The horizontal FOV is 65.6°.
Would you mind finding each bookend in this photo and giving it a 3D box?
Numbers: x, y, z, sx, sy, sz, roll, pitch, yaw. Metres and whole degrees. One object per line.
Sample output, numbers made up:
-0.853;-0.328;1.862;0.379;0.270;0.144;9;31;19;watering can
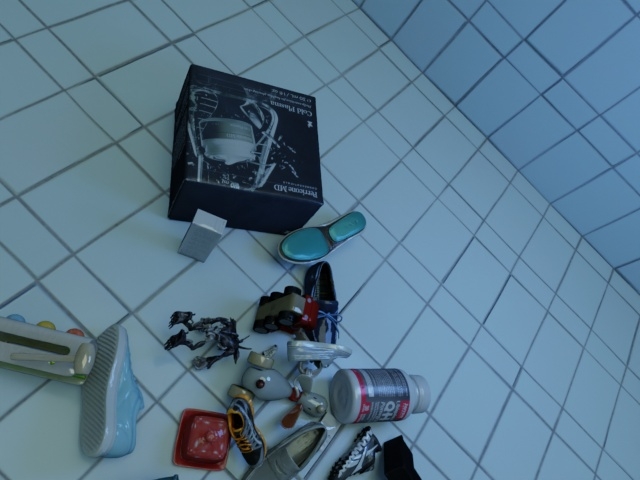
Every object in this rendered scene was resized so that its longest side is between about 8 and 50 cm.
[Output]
0.278;0.762;1.640;0.156;0.072;0.157;58;14;-10;bookend

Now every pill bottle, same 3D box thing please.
0.207;0.523;1.684;0.319;0.176;0.176;7;63;-25;pill bottle

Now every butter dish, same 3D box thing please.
-0.322;0.564;1.418;0.160;0.118;0.160;18;58;-20;butter dish

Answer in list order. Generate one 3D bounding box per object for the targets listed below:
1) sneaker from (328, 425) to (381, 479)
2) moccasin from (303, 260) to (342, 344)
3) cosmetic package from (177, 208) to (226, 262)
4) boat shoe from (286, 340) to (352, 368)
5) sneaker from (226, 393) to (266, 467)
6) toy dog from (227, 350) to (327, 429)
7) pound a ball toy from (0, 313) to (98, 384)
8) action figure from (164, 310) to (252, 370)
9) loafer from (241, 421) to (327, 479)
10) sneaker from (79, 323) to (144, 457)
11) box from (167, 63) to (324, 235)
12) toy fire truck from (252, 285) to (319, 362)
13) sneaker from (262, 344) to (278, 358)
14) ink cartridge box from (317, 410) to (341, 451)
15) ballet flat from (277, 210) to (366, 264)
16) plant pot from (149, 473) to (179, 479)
0.122;0.718;1.601;0.106;0.078;0.234;48;52;4;sneaker
-0.002;0.233;1.757;0.138;0.117;0.341;2;65;-27;moccasin
-0.385;-0.011;1.601;0.099;0.239;0.060;22;58;-18;cosmetic package
-0.004;0.366;1.577;0.228;0.079;0.081;12;73;-25;boat shoe
-0.223;0.559;1.435;0.214;0.084;0.083;71;18;0;sneaker
-0.111;0.465;1.538;0.334;0.161;0.220;7;86;-22;toy dog
-0.710;0.264;1.268;0.319;0.208;0.135;14;61;-5;pound a ball toy
-0.347;0.303;1.532;0.276;0.141;0.164;30;42;-44;action figure
-0.109;0.655;1.476;0.319;0.111;0.112;-36;78;-28;loafer
-0.566;0.419;1.382;0.150;0.135;0.365;42;34;-49;sneaker
-0.271;-0.306;1.784;0.480;0.297;0.471;7;64;-25;box
-0.074;0.286;1.646;0.246;0.217;0.158;31;53;-29;toy fire truck
-0.173;0.374;1.647;0.037;0.032;0.083;38;53;-4;sneaker
0.010;0.625;1.620;0.063;0.029;0.115;44;55;-2;ink cartridge box
0.000;0.000;1.873;0.400;0.139;0.139;-24;79;-30;ballet flat
-0.476;0.718;1.183;0.255;0.271;0.271;0;65;-13;plant pot
